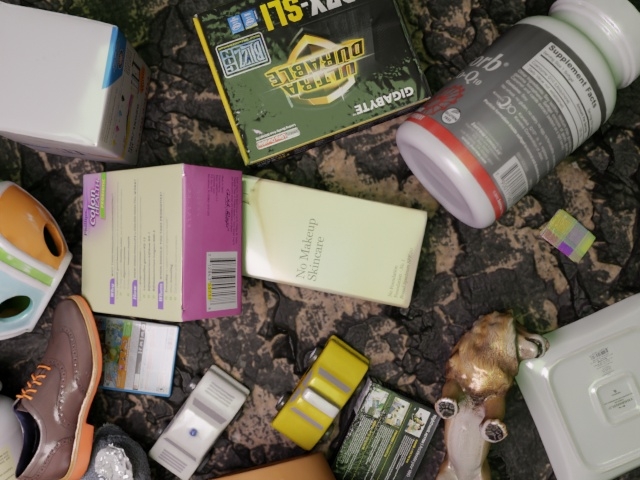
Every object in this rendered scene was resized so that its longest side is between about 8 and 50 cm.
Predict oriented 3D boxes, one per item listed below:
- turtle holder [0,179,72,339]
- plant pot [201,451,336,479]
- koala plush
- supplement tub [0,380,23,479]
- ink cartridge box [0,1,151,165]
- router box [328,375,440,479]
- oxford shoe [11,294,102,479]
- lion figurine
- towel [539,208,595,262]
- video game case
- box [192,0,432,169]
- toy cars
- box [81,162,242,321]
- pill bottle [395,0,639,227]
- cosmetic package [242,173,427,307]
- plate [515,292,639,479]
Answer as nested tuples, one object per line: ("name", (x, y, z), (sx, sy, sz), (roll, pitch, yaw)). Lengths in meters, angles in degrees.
("turtle holder", (-0.525, 0.061, 0.959), (0.227, 0.243, 0.321), (29, 85, -20))
("plant pot", (-0.072, 0.443, 0.962), (0.290, 0.291, 0.204), (-14, 74, -1))
("koala plush", (-0.310, 0.403, 0.996), (0.203, 0.196, 0.222), (-12, 90, -16))
("supplement tub", (-0.534, 0.372, 0.939), (0.235, 0.235, 0.325), (-14, 99, -1))
("ink cartridge box", (-0.370, -0.219, 0.964), (0.168, 0.232, 0.172), (10, 89, -3))
("router box", (0.104, 0.336, 1.067), (0.133, 0.046, 0.179), (25, 89, -2))
("oxford shoe", (-0.387, 0.212, 0.935), (0.096, 0.098, 0.272), (-14, 72, 41))
("lion figurine", (0.240, 0.311, 1.018), (0.142, 0.240, 0.393), (18, 106, 15))
("towel", (0.422, -0.009, 1.094), (0.083, 0.009, 0.060), (37, 88, -2))
("video game case", (-0.326, 0.191, 1.073), (0.166, 0.015, 0.119), (8, 90, -2))
("box", (-0.012, -0.291, 1.051), (0.321, 0.079, 0.257), (-19, 89, -1))
("toy cars", (-0.101, 0.279, 1.042), (0.393, 0.087, 0.177), (-14, 90, -1))
("box", (-0.241, 0.003, 0.964), (0.242, 0.117, 0.214), (0, 90, 38))
("pill bottle", (0.313, -0.208, 0.992), (0.363, 0.210, 0.210), (-42, 91, -2))
("cosmetic package", (0.000, 0.000, 1.033), (0.309, 0.113, 0.160), (10, 90, -2))
("plate", (0.492, 0.262, 1.078), (0.277, 0.045, 0.278), (-23, 90, -1))
